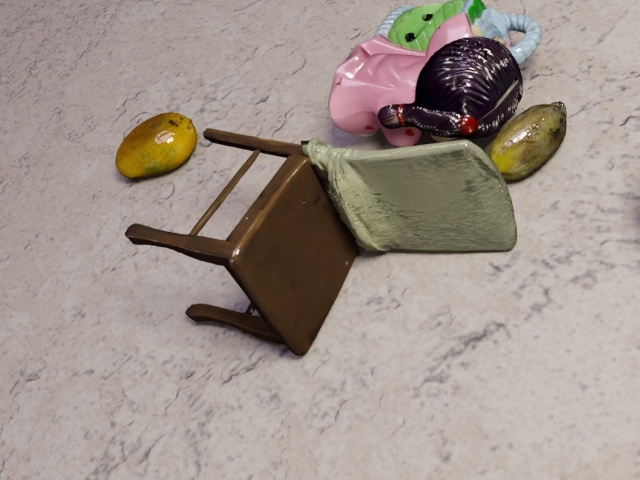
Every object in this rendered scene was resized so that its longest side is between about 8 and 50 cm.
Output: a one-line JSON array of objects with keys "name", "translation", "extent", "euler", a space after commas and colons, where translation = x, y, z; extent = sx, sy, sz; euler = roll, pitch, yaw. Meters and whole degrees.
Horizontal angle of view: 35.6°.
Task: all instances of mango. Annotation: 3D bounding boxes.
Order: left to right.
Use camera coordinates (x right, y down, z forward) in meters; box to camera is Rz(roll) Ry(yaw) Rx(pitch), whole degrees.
[{"name": "mango", "translation": [-0.202, -0.113, 1.217], "extent": [0.114, 0.057, 0.079], "euler": [-28, 49, 18]}]

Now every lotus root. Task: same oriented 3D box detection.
[{"name": "lotus root", "translation": [0.207, -0.100, 0.974], "extent": [0.099, 0.054, 0.049], "euler": [-42, 34, -7]}]

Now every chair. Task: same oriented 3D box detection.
[{"name": "chair", "translation": [0.000, 0.000, 0.943], "extent": [0.319, 0.160, 0.186], "euler": [10, 55, 36]}]

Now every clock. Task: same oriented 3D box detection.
[{"name": "clock", "translation": [0.129, -0.178, 1.034], "extent": [0.195, 0.100, 0.194], "euler": [13, 54, 45]}]
